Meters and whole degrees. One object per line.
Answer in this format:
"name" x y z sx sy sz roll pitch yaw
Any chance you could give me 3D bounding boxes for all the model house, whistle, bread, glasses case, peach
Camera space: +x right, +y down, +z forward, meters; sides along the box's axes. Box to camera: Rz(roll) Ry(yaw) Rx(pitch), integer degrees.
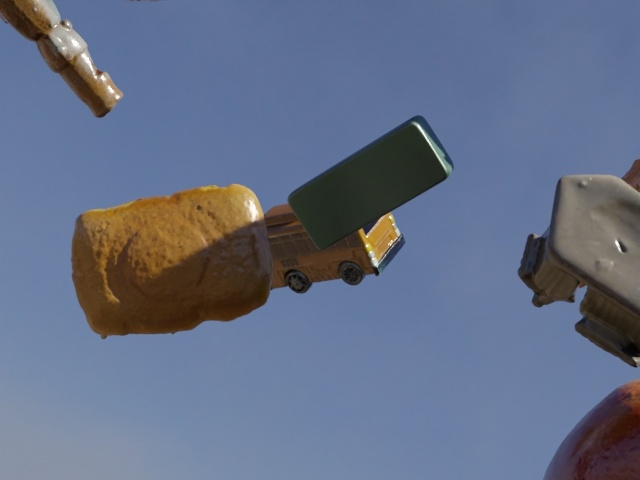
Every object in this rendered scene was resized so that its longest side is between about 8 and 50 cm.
"model house" 0.328 0.049 1.655 0.229 0.122 0.188 33 -29 12
"whistle" -0.286 -0.218 1.540 0.220 0.057 0.107 50 3 -13
"bread" -0.179 0.027 1.845 0.245 0.174 0.121 -9 -1 3
"glasses case" 0.056 -0.064 1.695 0.184 0.039 0.078 -30 -84 24
"peach" 0.409 0.301 1.715 0.308 0.308 0.332 29 -61 -21

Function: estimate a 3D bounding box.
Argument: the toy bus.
"toy bus" 0.000 0.000 2.076 0.201 0.098 0.114 -9 -65 35

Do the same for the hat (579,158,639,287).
"hat" 0.450 0.009 2.098 0.233 0.233 0.244 48 -15 44
